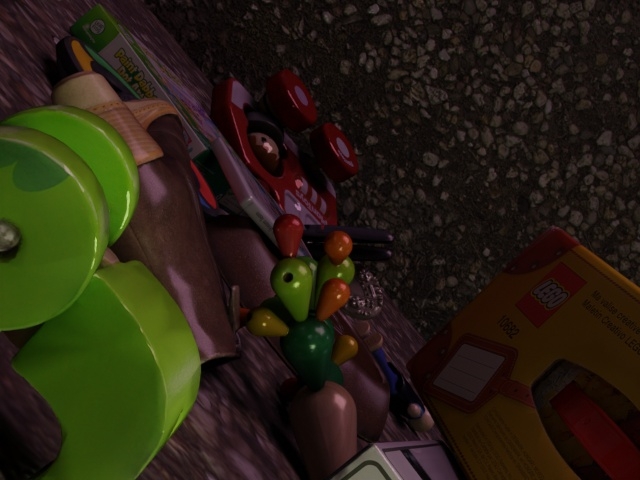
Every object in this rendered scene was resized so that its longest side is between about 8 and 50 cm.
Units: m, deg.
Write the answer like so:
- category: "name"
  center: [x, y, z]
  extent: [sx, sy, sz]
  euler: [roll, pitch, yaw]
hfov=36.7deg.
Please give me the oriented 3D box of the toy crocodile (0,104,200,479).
- category: "toy crocodile"
  center: [-0.167, -0.047, 0.339]
  extent: [0.340, 0.105, 0.115]
  euler: [45, 6, -13]

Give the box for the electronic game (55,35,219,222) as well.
- category: "electronic game"
  center: [-0.179, -0.109, 0.960]
  extent: [0.229, 0.048, 0.229]
  euler: [50, 4, -5]

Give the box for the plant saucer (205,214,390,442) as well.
- category: "plant saucer"
  center: [-0.016, 0.082, 1.062]
  extent: [0.310, 0.050, 0.310]
  euler: [51, 3, -4]

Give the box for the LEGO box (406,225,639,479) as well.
- category: "LEGO box"
  center: [0.303, 0.240, 0.682]
  extent: [0.372, 0.193, 0.500]
  euler: [43, 6, -19]

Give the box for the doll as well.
- category: "doll"
  center: [0.101, 0.198, 1.308]
  extent: [0.189, 0.046, 0.129]
  euler: [56, -8, -30]

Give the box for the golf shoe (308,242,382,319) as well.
- category: "golf shoe"
  center: [0.018, 0.064, 1.246]
  extent: [0.176, 0.069, 0.086]
  euler: [37, -34, 41]

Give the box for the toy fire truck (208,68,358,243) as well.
- category: "toy fire truck"
  center: [-0.063, -0.104, 1.517]
  extent: [0.302, 0.169, 0.253]
  euler: [47, 25, -36]

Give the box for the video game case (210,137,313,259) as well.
- category: "video game case"
  center: [-0.062, -0.033, 1.086]
  extent: [0.143, 0.019, 0.157]
  euler: [50, 5, -34]

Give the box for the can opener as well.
- category: "can opener"
  center: [0.000, 0.000, 1.210]
  extent: [0.073, 0.186, 0.059]
  euler: [-81, 168, -47]

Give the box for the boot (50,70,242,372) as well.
- category: "boot"
  center: [-0.117, -0.002, 0.701]
  extent: [0.248, 0.090, 0.206]
  euler: [54, 12, -87]

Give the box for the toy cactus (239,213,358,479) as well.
- category: "toy cactus"
  center: [-0.014, 0.092, 0.722]
  extent: [0.219, 0.112, 0.180]
  euler: [101, -19, -62]

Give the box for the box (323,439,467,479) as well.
- category: "box"
  center: [0.078, 0.220, 0.619]
  extent: [0.169, 0.087, 0.290]
  euler: [52, 5, 19]

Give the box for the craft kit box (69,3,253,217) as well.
- category: "craft kit box"
  center: [-0.186, -0.156, 1.243]
  extent: [0.246, 0.061, 0.250]
  euler: [50, 4, 18]
